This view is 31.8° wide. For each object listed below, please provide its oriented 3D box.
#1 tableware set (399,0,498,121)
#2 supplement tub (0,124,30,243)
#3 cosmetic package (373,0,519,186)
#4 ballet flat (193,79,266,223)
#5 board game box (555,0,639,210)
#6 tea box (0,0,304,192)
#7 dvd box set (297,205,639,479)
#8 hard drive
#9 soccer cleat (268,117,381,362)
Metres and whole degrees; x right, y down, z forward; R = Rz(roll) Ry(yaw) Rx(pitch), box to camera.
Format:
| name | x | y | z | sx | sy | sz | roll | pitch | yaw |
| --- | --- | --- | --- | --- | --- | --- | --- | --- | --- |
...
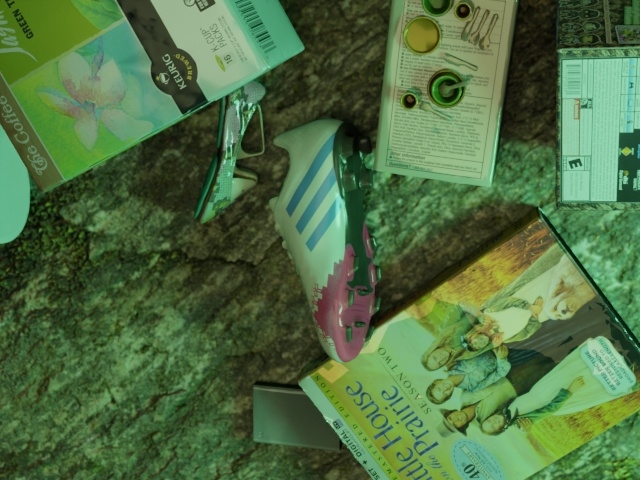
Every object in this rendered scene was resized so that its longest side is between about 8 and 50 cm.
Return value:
| name | x | y | z | sx | sy | sz | roll | pitch | yaw |
| --- | --- | --- | --- | --- | --- | --- | --- | --- | --- |
| tableware set | 0.144 | -0.228 | 1.378 | 0.104 | 0.024 | 0.154 | 26 | 111 | 4 |
| supplement tub | -0.611 | -0.065 | 1.598 | 0.331 | 0.241 | 0.241 | -11 | 104 | 15 |
| cosmetic package | 0.167 | -0.237 | 1.442 | 0.160 | 0.113 | 0.309 | 10 | 108 | 10 |
| ballet flat | -0.119 | -0.119 | 1.568 | 0.079 | 0.077 | 0.221 | 10 | 109 | -11 |
| board game box | 0.430 | -0.167 | 1.350 | 0.291 | 0.141 | 0.232 | 1 | 129 | 12 |
| tea box | -0.250 | -0.286 | 1.342 | 0.323 | 0.220 | 0.329 | -27 | 99 | 17 |
| dvd box set | 0.221 | 0.194 | 1.575 | 0.420 | 0.062 | 0.308 | -35 | 96 | 16 |
| hard drive | -0.034 | 0.263 | 1.684 | 0.135 | 0.022 | 0.094 | 4 | 107 | 11 |
| soccer cleat | 0.000 | 0.000 | 1.544 | 0.143 | 0.116 | 0.331 | -1 | 91 | 28 |
